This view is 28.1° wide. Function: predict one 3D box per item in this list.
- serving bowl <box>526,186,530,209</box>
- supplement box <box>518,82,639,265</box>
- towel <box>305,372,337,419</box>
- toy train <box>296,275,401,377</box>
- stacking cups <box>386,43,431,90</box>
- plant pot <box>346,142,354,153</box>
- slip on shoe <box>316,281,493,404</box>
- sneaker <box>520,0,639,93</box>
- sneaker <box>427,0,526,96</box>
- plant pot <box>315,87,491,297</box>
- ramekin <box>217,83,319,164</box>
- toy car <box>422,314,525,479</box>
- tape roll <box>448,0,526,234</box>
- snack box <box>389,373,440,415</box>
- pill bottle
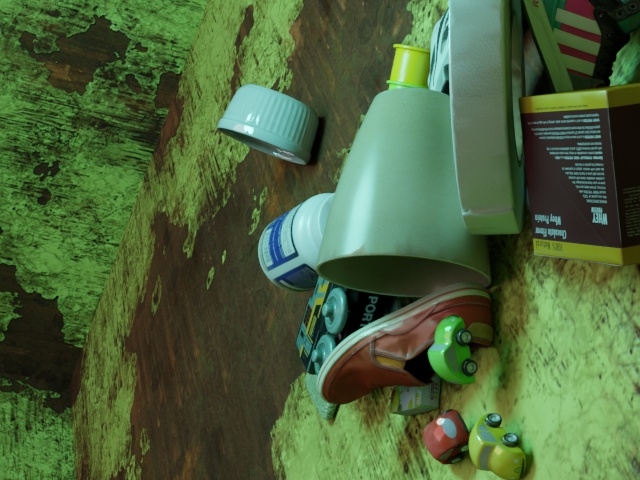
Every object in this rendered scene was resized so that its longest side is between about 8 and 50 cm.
[{"bbox_3d":[0.316,-0.074,1.752,0.083,0.027,0.083,-168,90,-69],"label":"serving bowl"},{"bbox_3d":[0.340,-0.080,1.479,0.191,0.129,0.194,-171,73,-69],"label":"supplement box"},{"bbox_3d":[0.009,0.253,2.339,0.148,0.027,0.110,-123,48,-61],"label":"towel"},{"bbox_3d":[0.054,0.095,2.122,0.190,0.142,0.334,-123,44,-58],"label":"toy train"},{"bbox_3d":[0.139,-0.171,2.186,0.096,0.096,0.316,-151,71,-68],"label":"stacking cups"},{"bbox_3d":[0.101,-0.181,2.301,0.079,0.083,0.083,-66,20,-8],"label":"plant pot"},{"bbox_3d":[0.122,0.175,1.905,0.331,0.123,0.101,-32,55,32],"label":"slip on shoe"},{"bbox_3d":[0.367,-0.257,1.611,0.124,0.178,0.295,-57,-53,-69],"label":"sneaker"},{"bbox_3d":[0.238,-0.349,1.974,0.330,0.122,0.146,-66,26,26],"label":"sneaker"},{"bbox_3d":[0.133,-0.076,1.891,0.256,0.256,0.274,154,124,-64],"label":"plant pot"},{"bbox_3d":[-0.101,-0.246,2.670,0.109,0.207,0.207,-68,21,-3],"label":"ramekin"},{"bbox_3d":[0.187,0.217,1.768,0.239,0.053,0.225,174,84,-67],"label":"toy car"},{"bbox_3d":[0.227,-0.199,1.697,0.392,0.072,0.392,-2,-90,-78],"label":"tape roll"},{"bbox_3d":[0.151,0.198,1.997,0.100,0.037,0.141,-28,52,60],"label":"snack box"},{"bbox_3d":[0.000,0.000,2.331,0.265,0.153,0.153,153,126,-63],"label":"pill bottle"}]
